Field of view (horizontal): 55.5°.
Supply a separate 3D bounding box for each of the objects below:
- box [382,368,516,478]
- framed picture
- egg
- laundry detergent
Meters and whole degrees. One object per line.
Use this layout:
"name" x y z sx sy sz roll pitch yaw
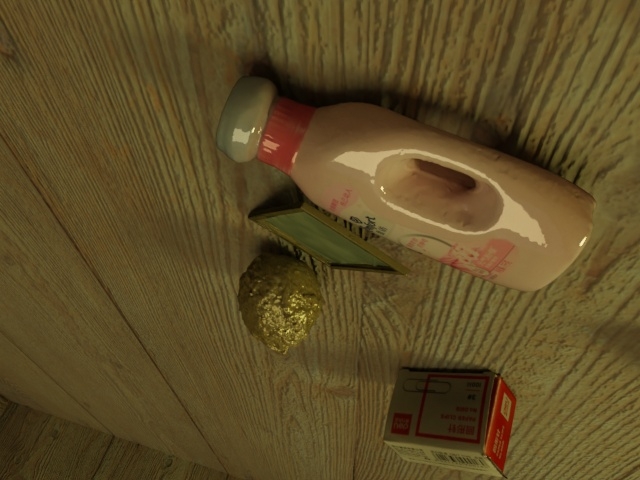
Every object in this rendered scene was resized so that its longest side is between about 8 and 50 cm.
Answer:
"box" 0.203 0.281 0.958 0.182 0.133 0.099 -4 141 38
"framed picture" 0.000 0.000 0.696 0.135 0.010 0.201 31 169 -18
"egg" -0.055 0.081 0.817 0.116 0.118 0.140 -5 128 5
"laundry detergent" 0.069 -0.056 0.564 0.335 0.088 0.159 22 149 -2
